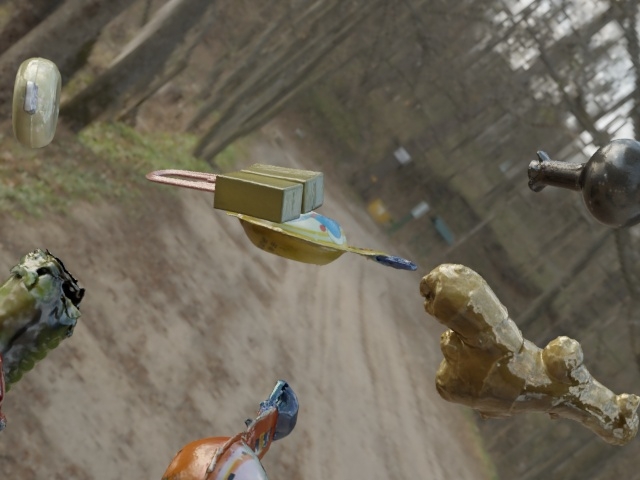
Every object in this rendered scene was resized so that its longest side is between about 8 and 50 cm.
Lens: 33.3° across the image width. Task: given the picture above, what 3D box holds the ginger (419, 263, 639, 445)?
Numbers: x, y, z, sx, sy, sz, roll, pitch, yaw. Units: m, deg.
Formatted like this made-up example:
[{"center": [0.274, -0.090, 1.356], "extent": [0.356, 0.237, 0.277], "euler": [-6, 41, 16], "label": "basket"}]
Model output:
[{"center": [0.226, 0.146, 1.161], "extent": [0.334, 0.148, 0.081], "euler": [28, 18, -17], "label": "ginger"}]

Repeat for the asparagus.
[{"center": [-0.473, 0.178, 1.438], "extent": [0.108, 0.382, 0.128], "euler": [34, -16, 36], "label": "asparagus"}]

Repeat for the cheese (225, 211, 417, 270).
[{"center": [0.000, 0.000, 1.468], "extent": [0.270, 0.069, 0.177], "euler": [17, 3, -4], "label": "cheese"}]

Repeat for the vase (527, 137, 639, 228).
[{"center": [0.364, -0.083, 1.434], "extent": [0.183, 0.120, 0.120], "euler": [14, -24, 39], "label": "vase"}]

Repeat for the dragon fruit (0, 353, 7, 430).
[{"center": [-0.469, 0.154, 1.237], "extent": [0.193, 0.192, 0.274], "euler": [0, -63, 51], "label": "dragon fruit"}]

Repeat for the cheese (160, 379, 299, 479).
[{"center": [-0.123, 0.325, 1.459], "extent": [0.129, 0.329, 0.217], "euler": [22, -49, 15], "label": "cheese"}]

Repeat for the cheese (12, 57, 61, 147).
[{"center": [-0.425, -0.207, 1.588], "extent": [0.227, 0.064, 0.137], "euler": [-162, -103, -80], "label": "cheese"}]

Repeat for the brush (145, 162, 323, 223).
[{"center": [-0.120, -0.072, 1.343], "extent": [0.233, 0.047, 0.103], "euler": [12, 19, 28], "label": "brush"}]
